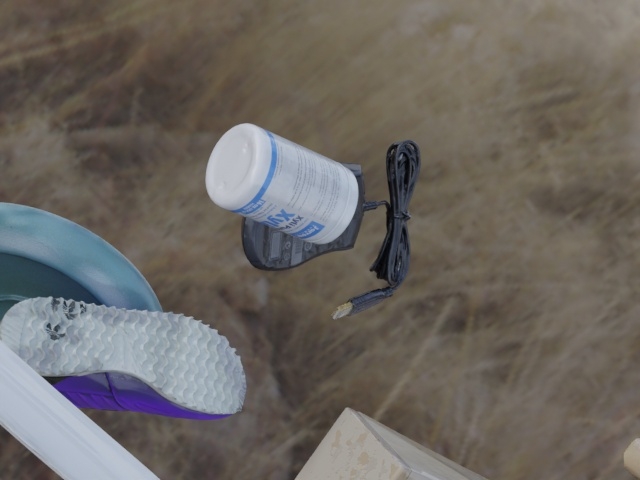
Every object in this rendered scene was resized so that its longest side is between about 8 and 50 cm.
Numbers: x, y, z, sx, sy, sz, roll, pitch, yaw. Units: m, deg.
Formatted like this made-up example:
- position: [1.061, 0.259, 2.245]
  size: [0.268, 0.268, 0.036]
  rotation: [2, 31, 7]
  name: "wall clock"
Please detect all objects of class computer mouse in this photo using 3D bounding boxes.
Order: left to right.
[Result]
- position: [0.000, 0.000, 1.527]
  size: [0.060, 0.184, 0.262]
  rotation: [21, 29, 38]
  name: "computer mouse"

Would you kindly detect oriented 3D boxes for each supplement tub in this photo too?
- position: [-0.031, -0.044, 1.168]
  size: [0.107, 0.071, 0.071]
  rotation: [22, 43, -38]
  name: "supplement tub"

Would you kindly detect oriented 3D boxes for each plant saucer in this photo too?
- position: [-0.333, 0.089, 1.690]
  size: [0.317, 0.317, 0.044]
  rotation: [37, 42, -19]
  name: "plant saucer"

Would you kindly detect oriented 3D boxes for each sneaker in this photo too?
- position: [-0.229, 0.138, 1.610]
  size: [0.293, 0.146, 0.102]
  rotation: [17, 60, -26]
  name: "sneaker"

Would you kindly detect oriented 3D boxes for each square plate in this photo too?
- position: [-0.233, 0.147, 1.234]
  size: [0.344, 0.347, 0.049]
  rotation: [42, 78, -8]
  name: "square plate"

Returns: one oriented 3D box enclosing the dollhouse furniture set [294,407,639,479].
- position: [0.146, 0.297, 0.825]
  size: [0.256, 0.362, 0.394]
  rotation: [31, 7, -38]
  name: "dollhouse furniture set"
